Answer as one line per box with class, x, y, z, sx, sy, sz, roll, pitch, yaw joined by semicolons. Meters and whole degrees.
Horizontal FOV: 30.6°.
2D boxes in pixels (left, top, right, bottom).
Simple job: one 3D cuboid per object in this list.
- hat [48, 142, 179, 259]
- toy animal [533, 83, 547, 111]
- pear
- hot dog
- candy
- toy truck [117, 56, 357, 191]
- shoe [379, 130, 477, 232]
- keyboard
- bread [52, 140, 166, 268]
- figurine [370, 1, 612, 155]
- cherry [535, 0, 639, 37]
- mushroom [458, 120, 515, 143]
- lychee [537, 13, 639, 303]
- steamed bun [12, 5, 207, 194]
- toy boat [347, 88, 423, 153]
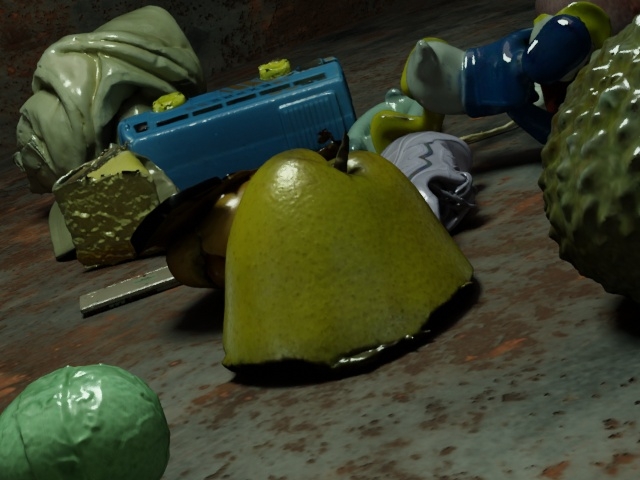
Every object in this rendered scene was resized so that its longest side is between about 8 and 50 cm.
hat;-0.312;-0.034;1.766;0.173;0.144;0.166;-50;41;24
toy animal;0.312;-0.195;1.636;0.071;0.085;0.124;15;36;32
pear;0.001;-0.001;1.083;0.267;0.178;0.267;-19;12;4
hot dog;-0.050;-0.018;1.285;0.326;0.107;0.194;-26;-10;-38
candy;-0.312;0.214;0.843;0.440;0.119;0.119;-25;15;3
toy truck;-0.132;-0.176;1.892;0.385;0.161;0.162;-16;24;-1
shoe;0.126;-0.060;1.322;0.137;0.095;0.245;0;26;39
keyboard;-0.210;0.054;1.417;0.166;0.017;0.055;-19;20;-7
bread;-0.272;-0.035;1.574;0.152;0.147;0.127;-26;29;-9
figurine;0.248;-0.184;1.426;0.283;0.205;0.338;10;-11;-15
cherry;0.469;-0.387;1.939;0.239;0.206;0.239;-29;-17;-10
mushroom;0.172;-0.136;1.676;0.286;0.026;0.028;-20;-1;-6
lychee;0.291;-0.072;0.889;0.255;0.274;0.255;-3;45;3
steamed bun;-0.344;-0.199;2.047;0.394;0.237;0.346;-47;-24;10
toy boat;0.107;-0.179;1.792;0.134;0.079;0.208;-13;17;24
